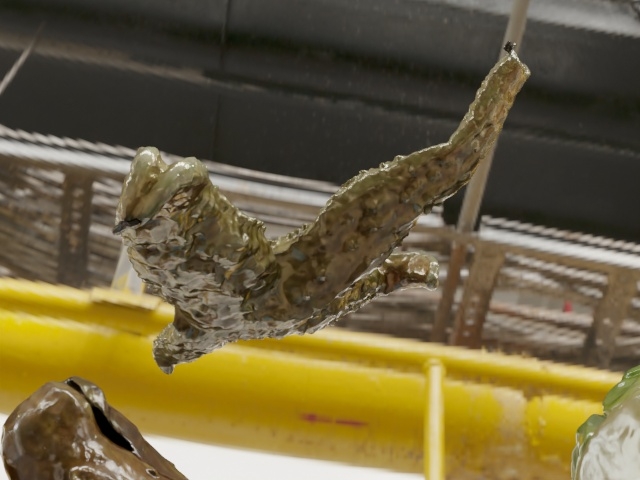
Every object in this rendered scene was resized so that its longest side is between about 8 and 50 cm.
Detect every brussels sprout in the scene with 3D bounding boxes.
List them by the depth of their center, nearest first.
[{"bbox_3d":[0.365,0.220,1.175,0.294,0.227,0.259,16,-62,-44],"label":"brussels sprout"}]

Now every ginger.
[{"bbox_3d":[-0.186,0.276,1.237,0.321,0.165,0.172,36,-76,-10],"label":"ginger"}]

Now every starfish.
[{"bbox_3d":[0.000,0.000,0.883,0.324,0.082,0.432,-22,-21,-16],"label":"starfish"}]
